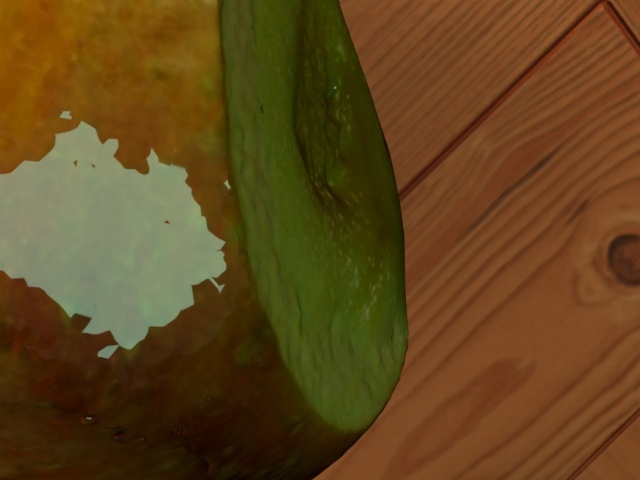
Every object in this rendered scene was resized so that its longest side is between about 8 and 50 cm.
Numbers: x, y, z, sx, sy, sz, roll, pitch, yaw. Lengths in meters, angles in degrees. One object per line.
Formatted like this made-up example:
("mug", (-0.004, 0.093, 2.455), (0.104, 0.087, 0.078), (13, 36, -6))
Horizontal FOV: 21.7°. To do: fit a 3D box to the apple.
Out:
("apple", (-0.121, -0.066, 0.727), (0.384, 0.374, 0.374), (26, 98, -17))
